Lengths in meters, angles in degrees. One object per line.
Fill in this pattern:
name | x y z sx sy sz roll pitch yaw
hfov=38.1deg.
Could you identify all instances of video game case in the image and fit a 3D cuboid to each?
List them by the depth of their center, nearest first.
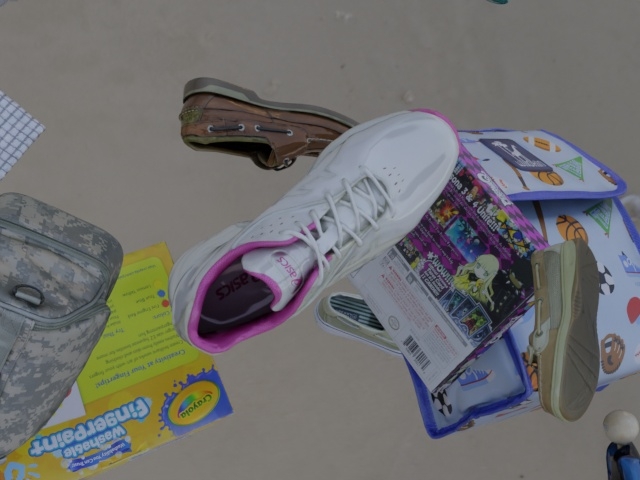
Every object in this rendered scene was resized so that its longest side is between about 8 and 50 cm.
video game case | 0.129 0.016 1.039 0.042 0.210 0.232 -3 50 -50

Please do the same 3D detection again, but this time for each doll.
doll | 0.330 0.276 0.997 0.046 0.129 0.189 -2 91 8

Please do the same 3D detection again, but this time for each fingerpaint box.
fingerpaint box | -0.446 0.255 1.770 0.445 0.163 0.371 -21 81 -23

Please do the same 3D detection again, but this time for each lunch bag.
lunch bag | 0.254 0.022 1.222 0.328 0.239 0.385 -5 67 -36
lunch bag | -0.416 0.131 1.240 0.213 0.305 0.256 27 25 -12

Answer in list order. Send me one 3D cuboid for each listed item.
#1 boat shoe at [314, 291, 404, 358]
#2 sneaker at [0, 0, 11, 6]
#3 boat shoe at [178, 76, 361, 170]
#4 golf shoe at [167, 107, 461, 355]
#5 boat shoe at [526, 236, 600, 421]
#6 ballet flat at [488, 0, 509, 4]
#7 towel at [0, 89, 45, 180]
boat shoe | 0.137 0.174 1.892 0.302 0.094 0.109 11 70 -9
sneaker | -0.288 -0.270 0.830 0.104 0.095 0.236 62 26 -12
boat shoe | -0.072 -0.155 1.436 0.307 0.111 0.104 11 69 -20
golf shoe | 0.000 0.000 0.804 0.306 0.140 0.115 -38 103 5
boat shoe | 0.174 0.065 0.686 0.056 0.048 0.153 44 46 -37
ballet flat | 0.106 -0.253 0.788 0.168 0.057 0.052 16 94 -34
towel | -0.708 -0.183 1.771 0.235 0.121 0.283 39 64 -17
